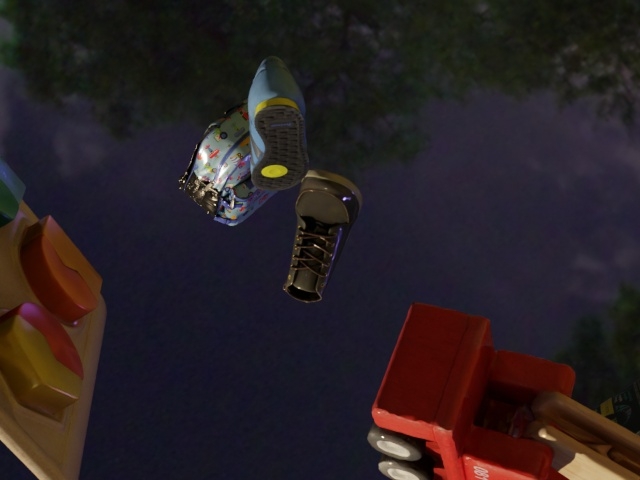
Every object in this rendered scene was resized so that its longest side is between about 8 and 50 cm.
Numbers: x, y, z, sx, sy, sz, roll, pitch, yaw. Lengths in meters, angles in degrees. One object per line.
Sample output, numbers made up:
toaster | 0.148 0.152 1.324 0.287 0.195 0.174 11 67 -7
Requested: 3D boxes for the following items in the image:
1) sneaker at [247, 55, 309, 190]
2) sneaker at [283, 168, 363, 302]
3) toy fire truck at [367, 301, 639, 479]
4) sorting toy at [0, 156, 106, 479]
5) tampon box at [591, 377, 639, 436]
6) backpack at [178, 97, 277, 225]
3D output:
sneaker | -0.050 -0.132 1.174 0.069 0.209 0.082 -5 -117 -5
sneaker | 0.000 0.000 1.334 0.083 0.222 0.118 16 -114 9
toy fire truck | 0.088 0.073 0.339 0.192 0.135 0.047 71 -142 -53
sorting toy | -0.174 0.016 0.545 0.208 0.038 0.193 61 -172 -26
tampon box | 0.254 0.220 0.896 0.101 0.161 0.120 52 -165 -1
backpack | -0.117 -0.125 1.513 0.117 0.173 0.158 43 -122 9
